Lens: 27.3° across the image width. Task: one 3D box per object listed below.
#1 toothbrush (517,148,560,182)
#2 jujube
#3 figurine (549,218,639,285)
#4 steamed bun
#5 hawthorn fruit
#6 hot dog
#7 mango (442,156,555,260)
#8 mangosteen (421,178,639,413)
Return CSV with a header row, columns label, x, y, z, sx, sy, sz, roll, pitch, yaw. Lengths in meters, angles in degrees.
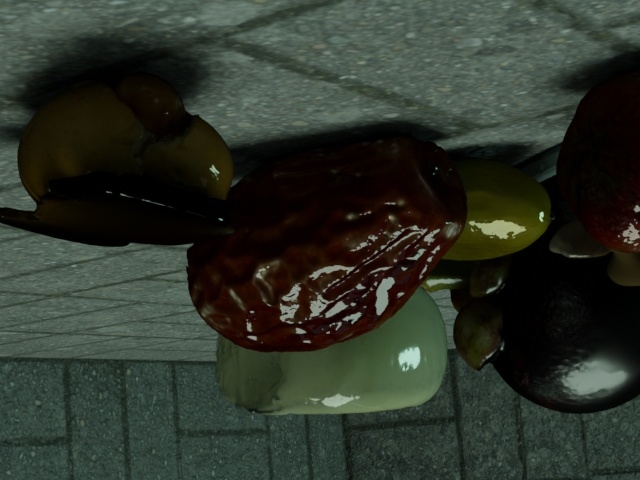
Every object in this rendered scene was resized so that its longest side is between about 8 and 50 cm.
label,x,y,z,sx,sy,sz,roll,pitch,yaw
toothbrush,0.274,-0.097,1.299,0.030,0.025,0.342,-6,171,-23
jujube,0.000,0.000,1.281,0.290,0.197,0.197,-27,161,27
figurine,0.366,-0.029,1.249,0.247,0.177,0.173,-51,163,4
steamed bun,0.021,0.129,1.910,0.312,0.233,0.334,0,178,-39
hawthorn fruit,0.301,-0.065,1.095,0.194,0.157,0.157,3,169,-13
hot dog,-0.173,-0.066,1.034,0.194,0.107,0.326,15,170,-37
mango,0.134,-0.029,1.402,0.137,0.091,0.237,33,155,-35
mangosteen,0.260,0.055,1.497,0.302,0.275,0.275,8,170,0
